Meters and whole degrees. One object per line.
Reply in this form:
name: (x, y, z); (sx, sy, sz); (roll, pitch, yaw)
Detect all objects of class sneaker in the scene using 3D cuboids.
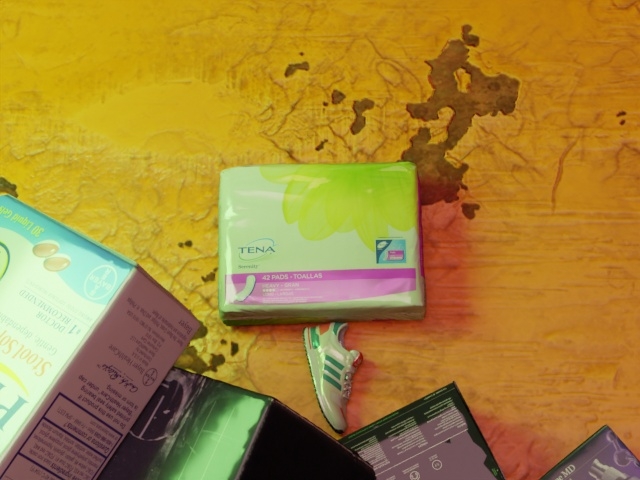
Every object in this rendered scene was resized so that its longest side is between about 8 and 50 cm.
sneaker: (0.027, 0.188, 1.925); (0.075, 0.057, 0.161); (-17, 68, 5)

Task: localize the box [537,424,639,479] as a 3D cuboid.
box: (0.384, 0.374, 1.808); (0.153, 0.108, 0.207); (-39, 73, -8)

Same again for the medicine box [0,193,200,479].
medicine box: (-0.336, 0.133, 1.583); (0.263, 0.149, 0.289); (25, 75, 37)

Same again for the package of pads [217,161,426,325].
package of pads: (0.000, 0.000, 1.969); (0.296, 0.101, 0.229); (-2, 71, 3)

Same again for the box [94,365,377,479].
box: (-0.264, 0.395, 1.677); (0.471, 0.297, 0.480); (12, 70, 35)

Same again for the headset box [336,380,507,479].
headset box: (0.136, 0.374, 1.814); (0.246, 0.131, 0.283); (-27, 71, -5)
